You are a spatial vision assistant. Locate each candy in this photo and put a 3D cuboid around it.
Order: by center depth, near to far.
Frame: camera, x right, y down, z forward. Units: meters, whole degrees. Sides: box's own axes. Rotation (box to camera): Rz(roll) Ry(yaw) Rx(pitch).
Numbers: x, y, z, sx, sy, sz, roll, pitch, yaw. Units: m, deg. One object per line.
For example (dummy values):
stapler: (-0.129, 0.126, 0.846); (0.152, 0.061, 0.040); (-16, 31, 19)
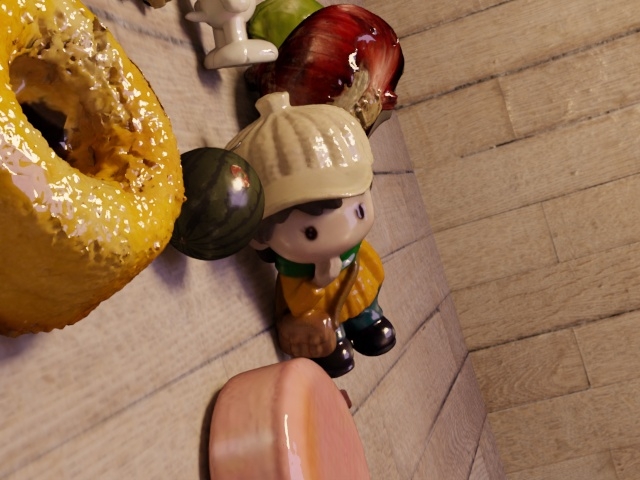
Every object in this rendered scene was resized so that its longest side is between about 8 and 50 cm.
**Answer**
candy: (-0.020, 0.233, 0.943); (0.255, 0.094, 0.255); (-17, 90, -76)

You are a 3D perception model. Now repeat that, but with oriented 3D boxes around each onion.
onion: (-0.006, -0.206, 1.330); (0.195, 0.272, 0.272); (31, 8, 13)

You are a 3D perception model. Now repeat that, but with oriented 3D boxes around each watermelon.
watermelon: (-0.100, -0.045, 0.920); (0.105, 0.105, 0.133); (59, 40, -43)

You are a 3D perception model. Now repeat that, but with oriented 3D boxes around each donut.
donut: (-0.194, -0.066, 0.623); (0.253, 0.118, 0.253); (44, 30, -34)

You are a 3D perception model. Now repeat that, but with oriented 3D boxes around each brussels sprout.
brussels sprout: (-0.028, -0.297, 1.455); (0.151, 0.122, 0.149); (57, 24, -45)

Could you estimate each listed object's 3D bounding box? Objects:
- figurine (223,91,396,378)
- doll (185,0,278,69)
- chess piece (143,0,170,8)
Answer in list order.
figurine: (-0.015, -0.007, 1.144); (0.204, 0.185, 0.332); (44, -27, 39)
doll: (-0.097, -0.346, 1.134); (0.208, 0.144, 0.272); (-25, -98, 59)
chess piece: (-0.186, -0.273, 0.980); (0.172, 0.060, 0.060); (10, 64, -77)
